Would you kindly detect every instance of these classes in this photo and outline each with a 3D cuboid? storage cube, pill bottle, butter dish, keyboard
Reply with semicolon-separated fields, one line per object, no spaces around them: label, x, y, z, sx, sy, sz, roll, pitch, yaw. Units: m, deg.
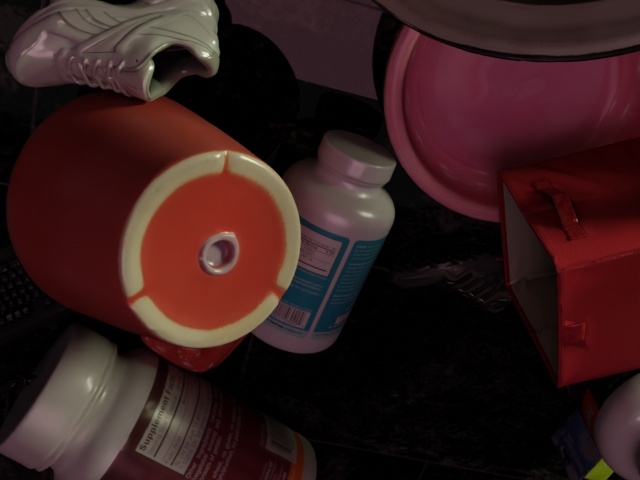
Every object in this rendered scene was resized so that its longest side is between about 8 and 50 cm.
storage cube;0.323;0.019;0.817;0.193;0.184;0.215;-14;128;1
pill bottle;0.406;0.175;0.917;0.181;0.323;0.181;-1;119;-1
pill bottle;-0.220;0.291;1.016;0.392;0.224;0.224;34;112;-19
butter dish;-0.170;0.117;0.982;0.160;0.118;0.160;35;113;-18
pill bottle;0.000;0.000;0.907;0.146;0.146;0.264;19;117;-12
keyboard;-0.463;0.131;0.970;0.317;0.033;0.201;-23;81;11

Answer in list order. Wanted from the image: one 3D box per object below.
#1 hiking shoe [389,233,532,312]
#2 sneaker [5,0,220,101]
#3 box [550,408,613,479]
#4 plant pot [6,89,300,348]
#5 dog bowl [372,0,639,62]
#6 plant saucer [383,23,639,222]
hiking shoe;0.207;0.054;0.979;0.227;0.086;0.114;-7;116;1
sneaker;-0.215;-0.194;0.770;0.232;0.115;0.090;-14;152;-3
box;0.430;0.277;1.096;0.042;0.109;0.178;23;116;-16
plant pot;-0.165;-0.015;0.779;0.275;0.243;0.275;-12;110;-35
dog bowl;0.173;-0.332;0.480;0.408;0.150;0.408;9;113;23
plant saucer;0.236;-0.183;0.851;0.332;0.084;0.332;-1;120;-1
